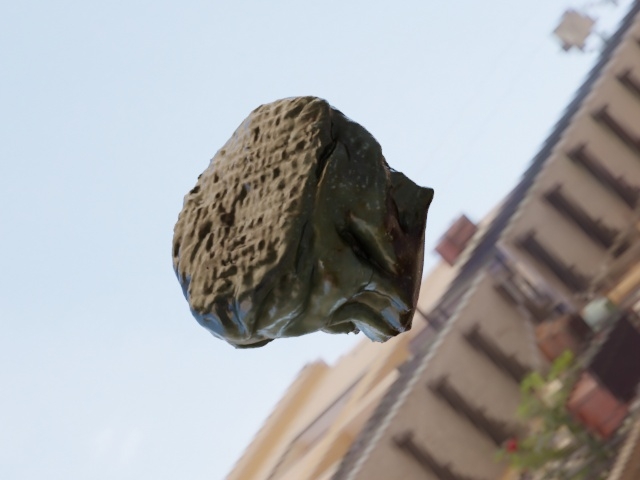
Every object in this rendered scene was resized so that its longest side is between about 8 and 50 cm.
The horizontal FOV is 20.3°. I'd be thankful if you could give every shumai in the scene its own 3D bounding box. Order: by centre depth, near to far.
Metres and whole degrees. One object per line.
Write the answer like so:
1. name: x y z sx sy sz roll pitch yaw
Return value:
1. shumai: -0.002 -0.003 1.222 0.142 0.184 0.184 36 -137 -33
